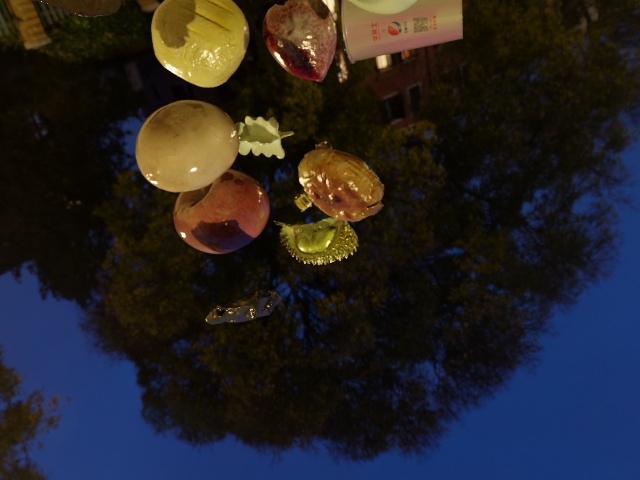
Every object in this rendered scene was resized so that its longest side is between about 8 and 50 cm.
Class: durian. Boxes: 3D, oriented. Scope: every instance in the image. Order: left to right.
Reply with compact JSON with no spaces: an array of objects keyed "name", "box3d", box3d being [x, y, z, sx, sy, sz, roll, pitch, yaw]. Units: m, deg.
[{"name":"durian","box3d":[0.000,0.000,2.006,0.158,0.168,0.352,-8,-177,-44]}]

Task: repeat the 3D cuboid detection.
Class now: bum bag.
[{"name":"bum bag","box3d":[-0.196,0.188,1.608,0.142,0.079,0.326,-20,177,17]}]

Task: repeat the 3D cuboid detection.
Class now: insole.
[{"name":"insole","box3d":[-0.684,-0.629,1.434,0.349,0.118,0.009,-2,172,-23]}]

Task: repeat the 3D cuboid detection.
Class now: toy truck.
[{"name":"toy truck","box3d":[-0.049,-0.127,1.801,0.054,0.049,0.083,-37,-170,19]}]

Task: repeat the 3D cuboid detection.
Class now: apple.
[{"name":"apple","box3d":[-0.318,-0.092,1.855,0.306,0.235,0.305,-22,-137,23]}]

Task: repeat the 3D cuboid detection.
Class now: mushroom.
[{"name":"mushroom","box3d":[-0.288,-0.198,1.240,0.227,0.178,0.226,-1,-123,1]}]

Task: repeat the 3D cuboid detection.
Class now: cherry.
[{"name":"cherry","box3d":[-0.059,-0.650,1.830,0.231,0.300,0.203,-22,-170,3]}]

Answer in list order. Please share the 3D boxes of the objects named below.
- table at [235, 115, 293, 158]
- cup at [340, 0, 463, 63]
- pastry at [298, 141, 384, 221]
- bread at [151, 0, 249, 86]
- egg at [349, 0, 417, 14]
[{"name":"table","box3d":[-0.221,-0.410,2.263,0.198,0.166,0.167,14,-142,42]},{"name":"cup","box3d":[0.210,-0.561,1.444,0.289,0.202,0.203,-2,-150,15]},{"name":"pastry","box3d":[0.049,-0.129,1.366,0.229,0.218,0.100,17,-116,18]},{"name":"bread","box3d":[-0.398,-0.686,1.911,0.321,0.237,0.320,10,-127,-14]},{"name":"egg","box3d":[0.081,-0.587,1.075,0.230,0.370,0.230,-23,166,-6]}]
